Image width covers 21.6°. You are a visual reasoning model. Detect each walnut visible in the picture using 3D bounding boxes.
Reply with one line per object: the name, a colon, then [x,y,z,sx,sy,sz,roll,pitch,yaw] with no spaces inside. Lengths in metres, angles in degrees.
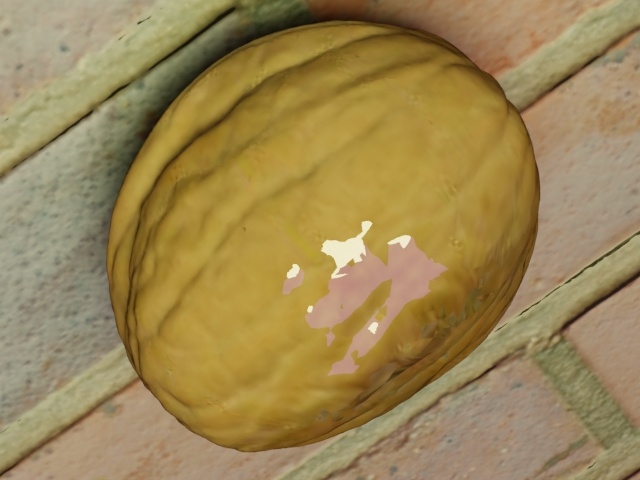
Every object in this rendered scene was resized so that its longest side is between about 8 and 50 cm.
walnut: [0.000,0.000,0.922,0.261,0.225,0.225,-42,130,12]
